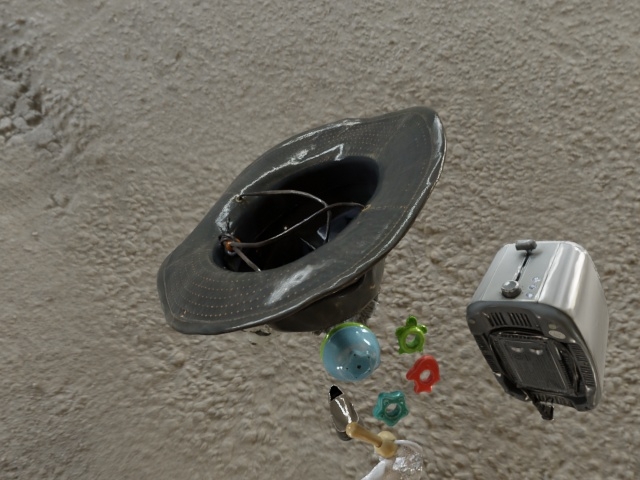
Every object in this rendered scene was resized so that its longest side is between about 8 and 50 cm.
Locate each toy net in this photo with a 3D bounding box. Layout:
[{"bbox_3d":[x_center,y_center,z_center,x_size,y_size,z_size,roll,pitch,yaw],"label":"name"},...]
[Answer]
[{"bbox_3d":[0.082,0.200,0.520,0.122,0.045,0.231,-16,104,-9],"label":"toy net"}]

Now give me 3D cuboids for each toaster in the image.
[{"bbox_3d":[0.286,0.106,0.563,0.226,0.129,0.146,55,53,-25],"label":"toaster"}]

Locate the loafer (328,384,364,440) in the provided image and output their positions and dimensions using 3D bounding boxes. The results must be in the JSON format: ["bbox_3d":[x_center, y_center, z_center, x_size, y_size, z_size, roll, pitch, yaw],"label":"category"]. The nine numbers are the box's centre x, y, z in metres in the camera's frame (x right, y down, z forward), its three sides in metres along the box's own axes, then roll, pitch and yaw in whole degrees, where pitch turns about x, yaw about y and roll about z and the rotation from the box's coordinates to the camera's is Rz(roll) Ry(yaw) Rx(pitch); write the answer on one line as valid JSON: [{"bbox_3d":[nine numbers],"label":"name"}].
[{"bbox_3d":[0.057,0.485,1.265,0.080,0.220,0.078,-29,104,-8],"label":"loafer"}]

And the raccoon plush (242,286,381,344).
[{"bbox_3d":[-0.031,0.018,0.918,0.300,0.216,0.445,20,84,-11],"label":"raccoon plush"}]

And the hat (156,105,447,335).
[{"bbox_3d":[0.000,0.000,0.468,0.331,0.331,0.133,-42,120,-14],"label":"hat"}]
